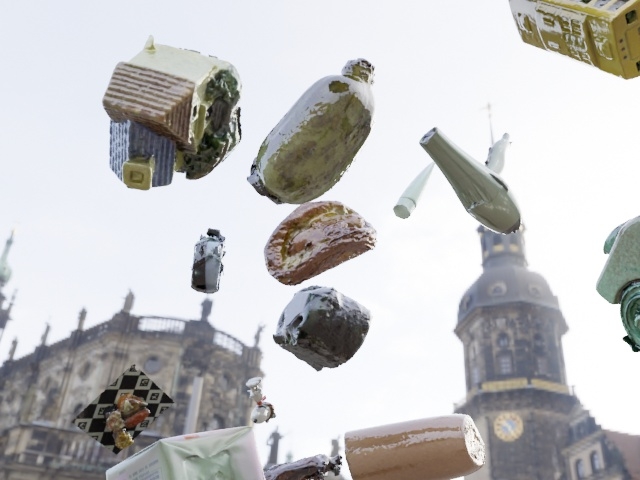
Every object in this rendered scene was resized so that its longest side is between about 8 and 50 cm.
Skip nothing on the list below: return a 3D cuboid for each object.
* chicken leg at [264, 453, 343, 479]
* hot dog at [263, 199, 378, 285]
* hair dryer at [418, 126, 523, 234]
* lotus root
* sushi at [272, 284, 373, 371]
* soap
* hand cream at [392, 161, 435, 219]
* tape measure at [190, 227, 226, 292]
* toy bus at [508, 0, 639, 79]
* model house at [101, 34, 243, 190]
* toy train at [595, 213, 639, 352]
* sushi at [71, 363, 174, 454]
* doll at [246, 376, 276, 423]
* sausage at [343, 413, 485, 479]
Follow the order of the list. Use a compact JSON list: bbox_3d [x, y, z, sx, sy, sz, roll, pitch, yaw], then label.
[{"bbox_3d":[-0.057,0.559,1.783,0.233,0.063,0.105,-15,-10,-2],"label":"chicken leg"},{"bbox_3d":[-0.001,0.001,0.905,0.147,0.099,0.065,-21,-46,-23],"label":"hot dog"},{"bbox_3d":[0.257,-0.142,1.262,0.219,0.225,0.088,28,-38,-30],"label":"hair dryer"},{"bbox_3d":[0.000,-0.194,1.343,0.173,0.173,0.309,35,-82,-37],"label":"lotus root"},{"bbox_3d":[-0.005,0.150,1.311,0.127,0.124,0.225,31,-19,-10],"label":"sushi"},{"bbox_3d":[-0.211,0.392,1.174,0.182,0.139,0.199,5,-30,-42],"label":"soap"},{"bbox_3d":[0.249,-0.135,1.927,0.050,0.205,0.078,33,-39,3],"label":"hand cream"},{"bbox_3d":[-0.175,0.037,1.155,0.054,0.094,0.091,7,-66,-5],"label":"tape measure"},{"bbox_3d":[0.380,-0.340,1.102,0.123,0.335,0.121,-34,-58,-3],"label":"toy bus"},{"bbox_3d":[-0.332,-0.250,1.647,0.261,0.266,0.321,15,-61,6],"label":"model house"},{"bbox_3d":[0.375,0.073,0.615,0.129,0.326,0.159,-16,-42,-27],"label":"toy train"},{"bbox_3d":[-0.298,0.270,1.149,0.126,0.026,0.120,-43,-48,-9],"label":"sushi"},{"bbox_3d":[-0.108,0.283,1.310,0.040,0.085,0.058,-11,-4,21],"label":"doll"},{"bbox_3d":[0.178,0.395,1.388,0.252,0.123,0.123,-14,-37,8],"label":"sausage"}]
